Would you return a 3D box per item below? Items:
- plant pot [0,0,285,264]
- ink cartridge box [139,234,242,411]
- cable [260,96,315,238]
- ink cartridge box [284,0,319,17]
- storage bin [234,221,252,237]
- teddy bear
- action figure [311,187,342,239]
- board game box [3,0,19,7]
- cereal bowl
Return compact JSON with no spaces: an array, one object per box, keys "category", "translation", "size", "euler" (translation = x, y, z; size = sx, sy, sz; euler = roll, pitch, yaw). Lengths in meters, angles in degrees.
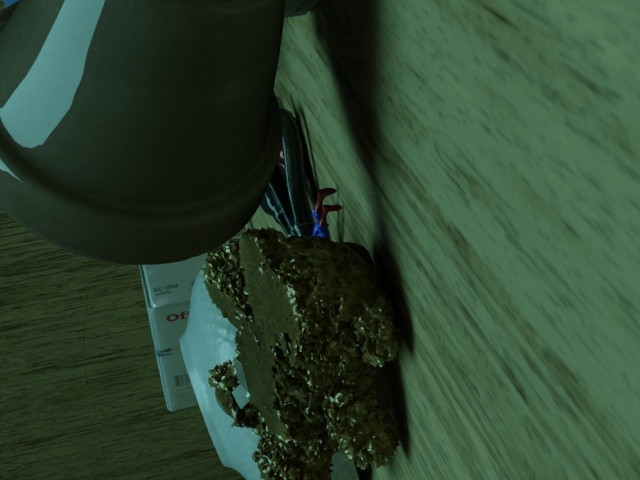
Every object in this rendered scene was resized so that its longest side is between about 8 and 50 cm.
[{"category":"plant pot","translation":[-0.127,-0.147,0.896],"size":[0.229,0.263,0.263],"euler":[-57,41,48]},{"category":"ink cartridge box","translation":[-0.169,0.133,1.897],"size":[0.283,0.207,0.117],"euler":[90,165,-48]},{"category":"cable","translation":[-0.014,-0.034,1.275],"size":[0.287,0.072,0.139],"euler":[61,147,27]},{"category":"ink cartridge box","translation":[-0.044,-0.261,1.042],"size":[0.115,0.067,0.198],"euler":[-163,64,-80]},{"category":"storage bin","translation":[-0.186,0.038,2.178],"size":[0.262,0.123,0.260],"euler":[99,159,-67]},{"category":"teddy bear","translation":[-0.016,0.106,1.070],"size":[0.245,0.113,0.338],"euler":[42,144,39]},{"category":"action figure","translation":[0.000,0.000,1.173],"size":[0.115,0.030,0.038],"euler":[108,148,-43]},{"category":"board game box","translation":[-0.230,-0.337,1.356],"size":[0.336,0.079,0.253],"euler":[-65,-33,-35]},{"category":"cereal bowl","translation":[-0.072,0.166,1.369],"size":[0.339,0.141,0.339],"euler":[159,90,-85]}]
